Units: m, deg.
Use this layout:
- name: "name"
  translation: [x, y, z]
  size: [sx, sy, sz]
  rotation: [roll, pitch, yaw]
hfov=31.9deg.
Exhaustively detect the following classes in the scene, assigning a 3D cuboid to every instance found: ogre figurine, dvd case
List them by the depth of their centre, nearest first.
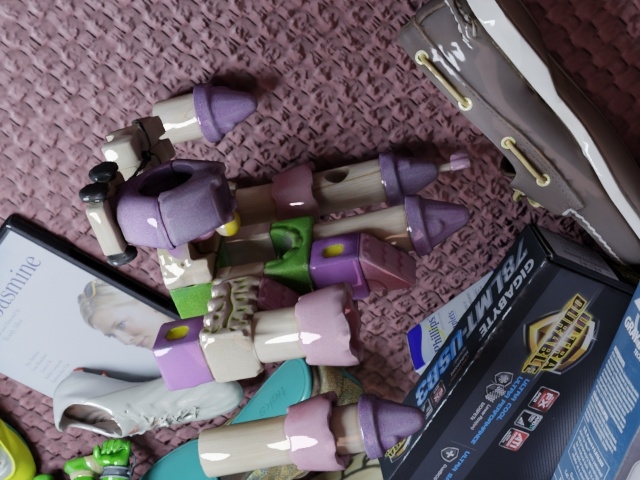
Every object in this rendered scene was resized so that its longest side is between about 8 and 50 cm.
- name: "dvd case"
  translation: [-0.255, 0.096, 1.168]
  size: [0.253, 0.022, 0.180]
  rotation: [31, 119, -21]
- name: "ogre figurine"
  translation: [-0.280, 0.312, 1.254]
  size: [0.197, 0.118, 0.097]
  rotation: [-21, 146, 10]

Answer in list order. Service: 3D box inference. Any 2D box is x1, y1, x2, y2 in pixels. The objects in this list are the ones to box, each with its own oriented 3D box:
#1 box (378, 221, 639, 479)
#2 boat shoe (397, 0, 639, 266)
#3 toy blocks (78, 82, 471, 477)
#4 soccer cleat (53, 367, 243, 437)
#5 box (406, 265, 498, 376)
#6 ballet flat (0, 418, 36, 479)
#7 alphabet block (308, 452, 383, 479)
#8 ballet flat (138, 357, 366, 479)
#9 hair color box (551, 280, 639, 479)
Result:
- name: "box"
  translation: [0.250, 0.160, 1.102]
  size: [0.293, 0.073, 0.295]
  rotation: [23, 114, -20]
- name: "boat shoe"
  translation: [0.196, -0.090, 0.989]
  size: [0.097, 0.116, 0.324]
  rotation: [-31, 116, 25]
- name: "toy blocks"
  translation: [0.000, 0.000, 0.947]
  size: [0.260, 0.288, 0.309]
  rotation: [-12, 122, 12]
- name: "soccer cleat"
  translation: [-0.179, 0.174, 1.163]
  size: [0.196, 0.076, 0.068]
  rotation: [0, 125, -2]
- name: "box"
  translation: [0.180, 0.112, 1.147]
  size: [0.137, 0.072, 0.126]
  rotation: [-37, 118, 15]
- name: "ballet flat"
  translation: [-0.385, 0.209, 1.212]
  size: [0.077, 0.077, 0.231]
  rotation: [-16, 124, 9]
- name: "alphabet block"
  translation: [0.104, 0.352, 1.254]
  size: [0.197, 0.192, 0.193]
  rotation: [-32, 118, 19]
- name: "ballet flat"
  translation: [-0.081, 0.251, 1.232]
  size: [0.123, 0.123, 0.348]
  rotation: [36, 117, -23]
- name: "hair color box"
  translation: [0.349, 0.138, 0.997]
  size: [0.174, 0.105, 0.347]
  rotation: [11, 116, -11]
